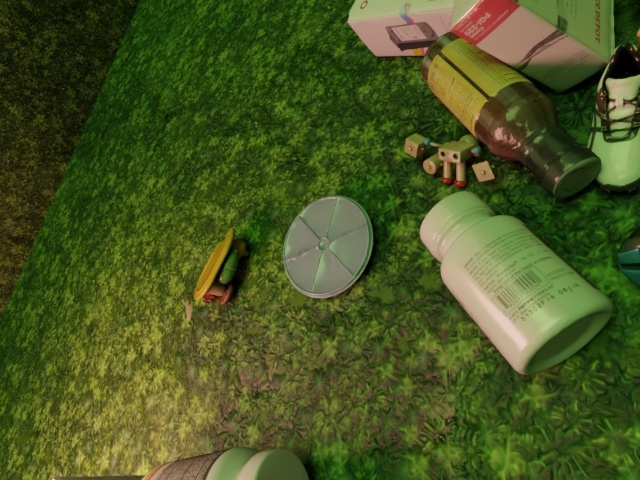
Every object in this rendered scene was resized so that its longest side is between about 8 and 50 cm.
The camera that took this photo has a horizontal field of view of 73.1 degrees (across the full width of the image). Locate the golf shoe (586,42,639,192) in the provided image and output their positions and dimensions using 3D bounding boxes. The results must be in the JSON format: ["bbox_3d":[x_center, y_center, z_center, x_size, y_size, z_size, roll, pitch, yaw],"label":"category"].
[{"bbox_3d":[0.388,-0.161,0.565,0.077,0.094,0.198,-2,69,38],"label":"golf shoe"}]

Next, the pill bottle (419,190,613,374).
[{"bbox_3d":[0.234,0.042,0.561,0.131,0.131,0.229,-44,48,14],"label":"pill bottle"}]

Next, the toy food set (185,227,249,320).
[{"bbox_3d":[-0.223,0.081,0.977,0.218,0.071,0.128,-64,22,-8],"label":"toy food set"}]

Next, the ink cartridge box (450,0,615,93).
[{"bbox_3d":[0.309,-0.339,0.625,0.092,0.217,0.159,146,141,-65],"label":"ink cartridge box"}]

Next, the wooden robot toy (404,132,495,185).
[{"bbox_3d":[0.231,-0.144,0.723,0.079,0.076,0.173,-34,39,-27],"label":"wooden robot toy"}]

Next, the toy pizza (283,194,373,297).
[{"bbox_3d":[0.014,0.011,0.824,0.201,0.032,0.201,-12,68,31],"label":"toy pizza"}]

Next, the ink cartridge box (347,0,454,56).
[{"bbox_3d":[0.236,-0.485,0.829,0.306,0.131,0.226,24,85,45],"label":"ink cartridge box"}]

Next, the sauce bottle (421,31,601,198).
[{"bbox_3d":[0.277,-0.200,0.665,0.111,0.111,0.344,-38,50,19],"label":"sauce bottle"}]

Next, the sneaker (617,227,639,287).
[{"bbox_3d":[0.489,-0.022,0.418,0.340,0.125,0.140,-15,32,37],"label":"sneaker"}]

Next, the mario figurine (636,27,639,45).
[{"bbox_3d":[0.470,-0.346,0.504,0.321,0.170,0.198,-60,7,-23],"label":"mario figurine"}]

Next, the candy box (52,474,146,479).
[{"bbox_3d":[-0.369,0.506,0.758,0.071,0.233,0.159,-5,65,38],"label":"candy box"}]

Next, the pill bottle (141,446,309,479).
[{"bbox_3d":[-0.160,0.420,0.679,0.278,0.162,0.162,-26,54,29],"label":"pill bottle"}]
